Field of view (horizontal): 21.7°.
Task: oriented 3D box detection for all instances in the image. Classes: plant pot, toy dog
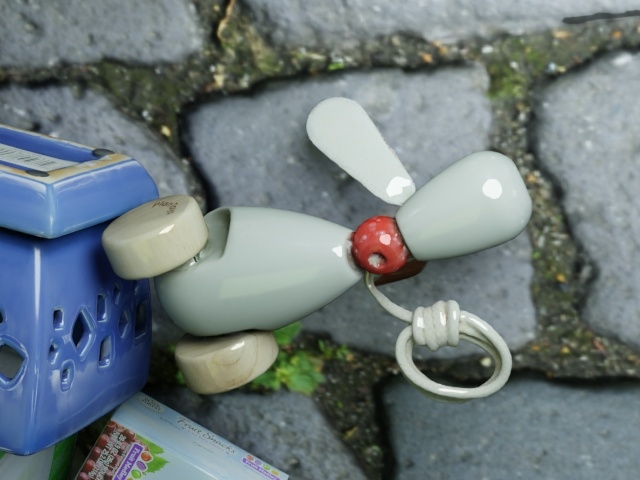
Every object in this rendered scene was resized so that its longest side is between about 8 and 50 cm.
[{"bbox_3d":[-0.272,0.023,1.376,0.236,0.236,0.212,15,103,16],"label":"plant pot"},{"bbox_3d":[0.000,0.000,1.328,0.333,0.161,0.220,1,118,7],"label":"toy dog"}]

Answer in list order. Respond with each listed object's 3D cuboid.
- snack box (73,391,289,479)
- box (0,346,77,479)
[{"bbox_3d":[-0.154,0.265,1.556,0.174,0.070,0.207,31,118,-4],"label":"snack box"},{"bbox_3d":[-0.335,0.234,1.529,0.126,0.262,0.231,23,126,9],"label":"box"}]
